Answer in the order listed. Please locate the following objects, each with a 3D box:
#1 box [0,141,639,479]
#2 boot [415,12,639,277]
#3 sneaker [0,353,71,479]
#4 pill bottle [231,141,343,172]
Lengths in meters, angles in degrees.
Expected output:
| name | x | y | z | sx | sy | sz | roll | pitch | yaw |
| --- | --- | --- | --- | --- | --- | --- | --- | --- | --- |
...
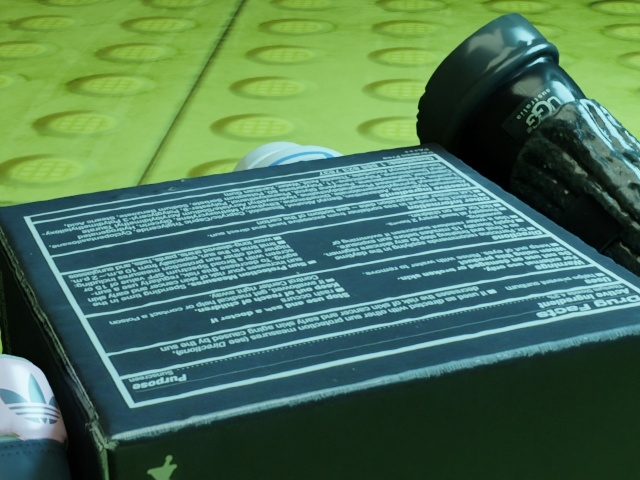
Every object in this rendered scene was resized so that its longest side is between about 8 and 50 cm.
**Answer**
| name | x | y | z | sx | sy | sz | roll | pitch | yaw |
| --- | --- | --- | --- | --- | --- | --- | --- | --- | --- |
| box | -0.004 | 0.088 | 0.759 | 0.296 | 0.182 | 0.294 | -10 | 22 | -19 |
| boot | 0.192 | 0.018 | 0.979 | 0.131 | 0.348 | 0.260 | -43 | 70 | -3 |
| sneaker | -0.244 | 0.123 | 0.661 | 0.319 | 0.131 | 0.112 | -5 | -16 | 26 |
| pill bottle | 0.000 | 0.000 | 1.061 | 0.124 | 0.124 | 0.221 | -7 | 22 | -16 |
